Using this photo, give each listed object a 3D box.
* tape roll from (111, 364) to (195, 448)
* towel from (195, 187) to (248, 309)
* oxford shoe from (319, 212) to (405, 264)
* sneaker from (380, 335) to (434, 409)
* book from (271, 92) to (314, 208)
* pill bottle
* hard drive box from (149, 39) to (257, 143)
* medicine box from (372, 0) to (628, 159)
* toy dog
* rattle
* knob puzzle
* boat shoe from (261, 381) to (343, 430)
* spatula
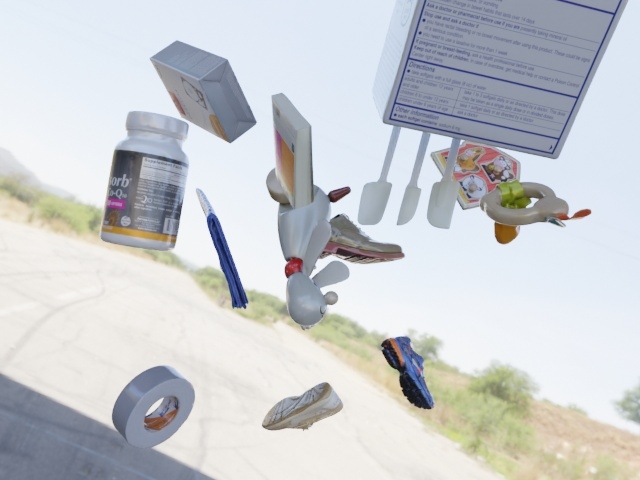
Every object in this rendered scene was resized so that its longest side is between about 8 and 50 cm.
[{"bbox_3d":[-0.448,0.449,1.702,0.072,0.219,0.219,30,-4,36],"label":"tape roll"},{"bbox_3d":[-0.252,0.012,1.544,0.336,0.040,0.243,-138,-151,-68],"label":"towel"},{"bbox_3d":[0.086,-0.010,1.691,0.348,0.130,0.123,10,-16,-32],"label":"oxford shoe"},{"bbox_3d":[0.254,0.354,1.710,0.221,0.087,0.083,64,-31,9],"label":"sneaker"},{"bbox_3d":[-0.045,-0.133,0.938,0.096,0.035,0.144,56,-24,39],"label":"book"},{"bbox_3d":[-0.367,-0.123,1.340,0.162,0.279,0.162,9,-2,0],"label":"pill bottle"},{"bbox_3d":[-0.276,-0.353,1.486,0.232,0.089,0.181,32,-25,42],"label":"hard drive box"},{"bbox_3d":[0.237,-0.288,0.864,0.263,0.289,0.149,10,28,-9],"label":"medicine box"},{"bbox_3d":[0.000,0.000,1.225,0.161,0.334,0.220,-14,-17,5],"label":"toy dog"},{"bbox_3d":[0.378,-0.020,1.105,0.130,0.143,0.199,-14,27,-35],"label":"rattle"},{"bbox_3d":[0.374,-0.163,1.439,0.213,0.213,0.030,23,-33,10],"label":"knob puzzle"},{"bbox_3d":[-0.032,0.306,1.105,0.170,0.063,0.059,-31,-69,33],"label":"boat shoe"},{"bbox_3d":[0.160,-0.130,1.059,0.168,0.242,0.019,1,-25,34],"label":"spatula"}]
